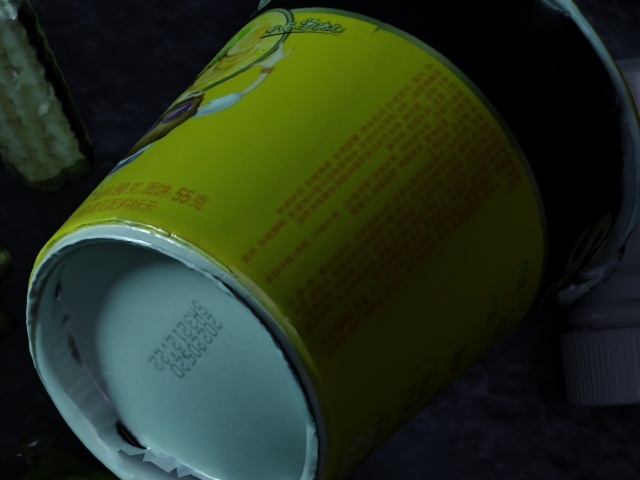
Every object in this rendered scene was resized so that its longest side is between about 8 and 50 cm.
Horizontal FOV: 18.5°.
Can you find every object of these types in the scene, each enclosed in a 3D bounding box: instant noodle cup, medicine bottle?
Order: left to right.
[{"bbox_3d":[0.000,0.000,0.854,0.215,0.215,0.236,48,48,-3],"label":"instant noodle cup"},{"bbox_3d":[0.165,-0.003,0.980,0.105,0.105,0.168,-4,85,-11],"label":"medicine bottle"}]

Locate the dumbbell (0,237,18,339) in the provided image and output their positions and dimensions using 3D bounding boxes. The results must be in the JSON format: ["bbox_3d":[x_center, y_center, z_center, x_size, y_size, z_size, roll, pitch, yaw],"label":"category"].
[{"bbox_3d":[-0.257,-0.006,0.859,0.192,0.192,0.290,-35,94,-11],"label":"dumbbell"}]

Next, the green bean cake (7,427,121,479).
[{"bbox_3d":[-0.131,0.249,0.844,0.250,0.156,0.247,-27,115,-13],"label":"green bean cake"}]

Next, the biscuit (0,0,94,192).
[{"bbox_3d":[-0.175,-0.141,0.906,0.052,0.150,0.252,-26,91,-5],"label":"biscuit"}]
